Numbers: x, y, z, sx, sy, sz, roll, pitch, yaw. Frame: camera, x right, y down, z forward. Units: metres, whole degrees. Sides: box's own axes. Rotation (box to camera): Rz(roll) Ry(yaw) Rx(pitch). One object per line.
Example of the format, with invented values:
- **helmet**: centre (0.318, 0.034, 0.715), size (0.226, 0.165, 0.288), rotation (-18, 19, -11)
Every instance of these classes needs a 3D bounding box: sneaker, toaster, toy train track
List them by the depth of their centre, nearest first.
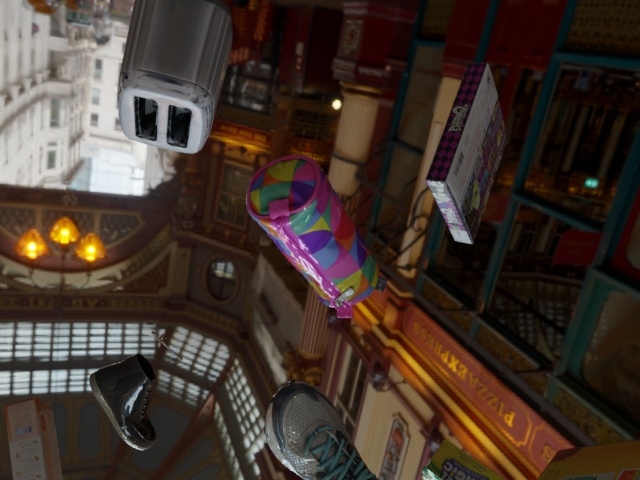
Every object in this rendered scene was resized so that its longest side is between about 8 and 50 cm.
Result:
- **toaster**: centre (-0.185, -0.211, 0.746), size (0.129, 0.147, 0.227), rotation (11, 161, -14)
- **sneaker**: centre (0.031, 0.308, 0.790), size (0.110, 0.283, 0.122), rotation (-37, -162, -28)
- **toy train track**: centre (-0.290, 0.199, 1.123), size (0.014, 0.083, 0.048), rotation (-49, -151, -22)
- **sneaker**: centre (-0.390, 0.354, 1.272), size (0.118, 0.222, 0.083), rotation (-25, -155, 0)

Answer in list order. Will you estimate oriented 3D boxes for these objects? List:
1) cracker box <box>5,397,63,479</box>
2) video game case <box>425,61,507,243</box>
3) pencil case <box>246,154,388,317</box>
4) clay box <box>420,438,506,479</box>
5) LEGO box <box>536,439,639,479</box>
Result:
- **cracker box**: centre (-0.605, 0.469, 1.254), size (0.067, 0.156, 0.232), rotation (-13, -112, -17)
- **video game case**: centre (0.256, -0.143, 1.001), size (0.041, 0.232, 0.210), rotation (11, 159, 31)
- **pencil case**: centre (0.000, 0.000, 0.726), size (0.104, 0.104, 0.236), rotation (25, 161, 39)
- **clay box**: centre (0.183, 0.297, 0.648), size (0.127, 0.222, 0.053), rotation (29, -113, 30)
- **LEGO box**: centre (0.481, 0.518, 0.918), size (0.500, 0.193, 0.372), rotation (-22, 174, -43)
